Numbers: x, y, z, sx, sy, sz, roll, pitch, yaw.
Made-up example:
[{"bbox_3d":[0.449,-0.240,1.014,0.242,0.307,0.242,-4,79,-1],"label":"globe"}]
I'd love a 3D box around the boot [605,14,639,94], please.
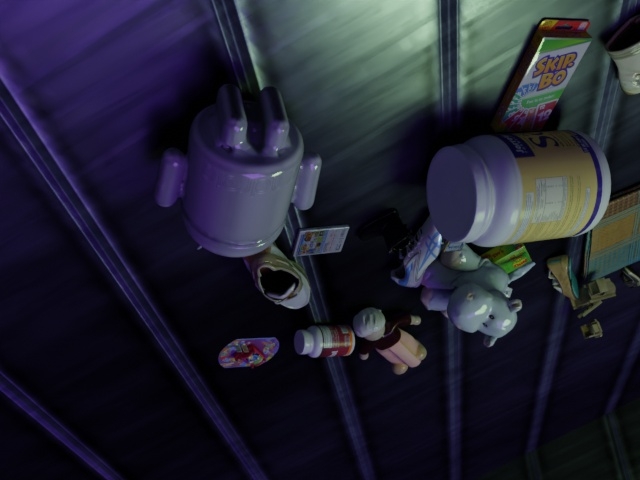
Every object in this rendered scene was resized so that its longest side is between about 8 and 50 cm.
[{"bbox_3d":[0.700,-0.410,1.480,0.213,0.077,0.165,-33,140,18],"label":"boot"}]

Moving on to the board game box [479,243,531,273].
[{"bbox_3d":[0.476,0.065,1.969,0.181,0.043,0.092,-31,143,11],"label":"board game box"}]

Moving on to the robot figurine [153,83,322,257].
[{"bbox_3d":[-0.147,-0.109,1.306,0.299,0.200,0.353,2,137,-15],"label":"robot figurine"}]

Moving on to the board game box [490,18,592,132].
[{"bbox_3d":[0.454,-0.333,1.484,0.124,0.039,0.259,-6,137,-22],"label":"board game box"}]

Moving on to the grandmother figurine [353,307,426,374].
[{"bbox_3d":[0.193,0.276,2.038,0.208,0.104,0.342,-44,142,5],"label":"grandmother figurine"}]

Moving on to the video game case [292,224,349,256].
[{"bbox_3d":[0.000,0.000,1.672,0.122,0.011,0.087,-6,140,-22],"label":"video game case"}]

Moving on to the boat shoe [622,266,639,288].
[{"bbox_3d":[0.986,0.123,2.292,0.049,0.056,0.152,-43,139,17],"label":"boat shoe"}]

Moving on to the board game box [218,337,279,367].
[{"bbox_3d":[-0.189,0.315,1.940,0.168,0.033,0.133,2,136,-29],"label":"board game box"}]

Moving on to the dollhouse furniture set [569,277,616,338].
[{"bbox_3d":[0.861,0.202,2.190,0.101,0.161,0.182,-13,166,-13],"label":"dollhouse furniture set"}]

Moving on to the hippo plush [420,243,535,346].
[{"bbox_3d":[0.392,0.167,1.835,0.294,0.237,0.234,18,124,-17],"label":"hippo plush"}]

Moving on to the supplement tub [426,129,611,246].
[{"bbox_3d":[0.423,-0.113,1.563,0.331,0.241,0.241,-6,140,-21],"label":"supplement tub"}]

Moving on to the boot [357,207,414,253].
[{"bbox_3d":[0.151,-0.010,1.664,0.121,0.099,0.045,-33,140,14],"label":"boot"}]

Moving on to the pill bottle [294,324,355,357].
[{"bbox_3d":[0.009,0.271,1.946,0.152,0.086,0.086,2,136,-28],"label":"pill bottle"}]

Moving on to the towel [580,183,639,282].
[{"bbox_3d":[0.881,-0.035,2.062,0.271,0.040,0.370,-23,142,0],"label":"towel"}]

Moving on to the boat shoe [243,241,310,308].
[{"bbox_3d":[-0.098,0.094,1.659,0.113,0.103,0.302,-29,143,8],"label":"boat shoe"}]

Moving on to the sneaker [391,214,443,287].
[{"bbox_3d":[0.240,0.024,1.770,0.086,0.085,0.237,11,128,-11],"label":"sneaker"}]

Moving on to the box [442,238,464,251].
[{"bbox_3d":[0.337,-0.050,1.744,0.054,0.059,0.169,-6,140,-23],"label":"box"}]

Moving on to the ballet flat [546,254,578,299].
[{"bbox_3d":[0.715,0.107,2.137,0.073,0.080,0.232,-5,147,24],"label":"ballet flat"}]
